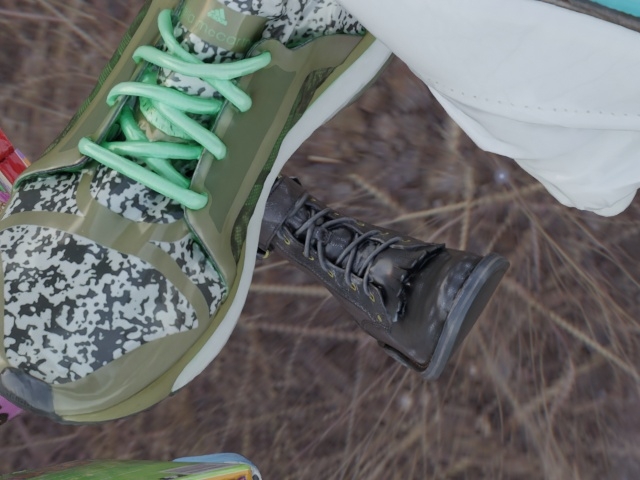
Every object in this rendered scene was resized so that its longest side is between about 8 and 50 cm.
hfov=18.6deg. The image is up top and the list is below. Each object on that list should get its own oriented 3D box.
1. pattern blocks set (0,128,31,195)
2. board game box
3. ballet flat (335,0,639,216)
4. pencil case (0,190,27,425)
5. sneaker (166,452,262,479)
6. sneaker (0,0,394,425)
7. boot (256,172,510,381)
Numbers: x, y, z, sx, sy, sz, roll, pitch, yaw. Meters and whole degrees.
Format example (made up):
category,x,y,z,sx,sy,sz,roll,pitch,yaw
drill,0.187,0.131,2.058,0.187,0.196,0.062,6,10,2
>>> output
category,x,y,z,sx,sy,sz,roll,pitch,yaw
pattern blocks set,-0.241,-0.029,1.685,0.026,0.325,0.285,-39,110,-9
board game box,-0.164,0.176,1.347,0.124,0.259,0.039,-8,93,-33
ballet flat,0.167,-0.063,0.828,0.400,0.139,0.139,7,93,-16
pencil case,-0.353,0.093,1.401,0.386,0.167,0.160,-19,51,-1
sneaker,-0.124,0.212,1.571,0.162,0.073,0.063,-15,105,0
sneaker,-0.074,-0.088,1.101,0.158,0.182,0.410,23,61,10
boot,0.000,0.000,1.377,0.229,0.263,0.091,35,77,-5
